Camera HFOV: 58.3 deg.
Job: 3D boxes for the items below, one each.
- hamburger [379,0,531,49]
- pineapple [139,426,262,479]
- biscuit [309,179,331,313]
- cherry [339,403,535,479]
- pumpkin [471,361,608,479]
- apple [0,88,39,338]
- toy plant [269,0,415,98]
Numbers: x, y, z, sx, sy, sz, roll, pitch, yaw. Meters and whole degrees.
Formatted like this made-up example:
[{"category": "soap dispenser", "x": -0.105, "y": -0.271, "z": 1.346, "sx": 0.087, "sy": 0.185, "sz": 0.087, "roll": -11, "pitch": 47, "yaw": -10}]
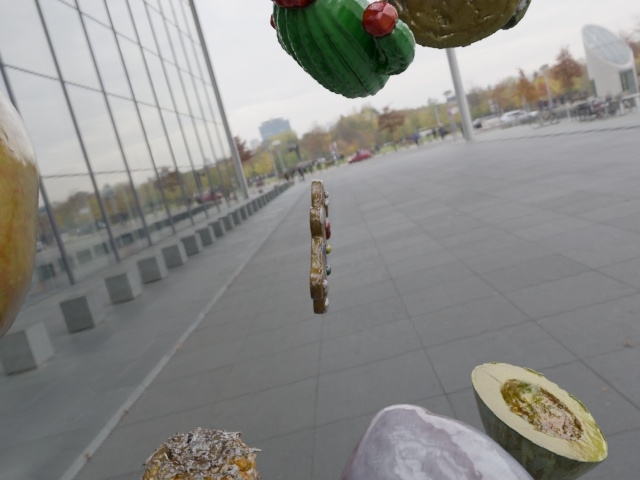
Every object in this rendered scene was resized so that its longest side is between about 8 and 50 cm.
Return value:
[{"category": "hamburger", "x": 0.241, "y": -0.491, "z": 1.041, "sx": 0.285, "sy": 0.265, "sz": 0.134, "roll": -18, "pitch": -7, "yaw": 15}, {"category": "pineapple", "x": -0.198, "y": 0.374, "z": 0.950, "sx": 0.224, "sy": 0.076, "sz": 0.225, "roll": 2, "pitch": 17, "yaw": 0}, {"category": "biscuit", "x": 0.001, "y": 0.000, "z": 0.861, "sx": 0.031, "sy": 0.205, "sz": 0.138, "roll": -3, "pitch": -26, "yaw": 2}, {"category": "cherry", "x": 0.149, "y": 0.379, "z": 0.666, "sx": 0.291, "sy": 0.335, "sz": 0.326, "roll": 29, "pitch": -21, "yaw": -35}, {"category": "pumpkin", "x": 0.326, "y": 0.296, "z": 0.894, "sx": 0.217, "sy": 0.110, "sz": 0.217, "roll": 13, "pitch": 19, "yaw": -5}, {"category": "apple", "x": -0.444, "y": -0.029, "z": 0.498, "sx": 0.333, "sy": 0.400, "sz": 0.400, "roll": 5, "pitch": 16, "yaw": 29}, {"category": "toy plant", "x": 0.019, "y": -0.204, "z": 0.556, "sx": 0.154, "sy": 0.088, "sz": 0.240, "roll": 25, "pitch": -2, "yaw": -1}]
